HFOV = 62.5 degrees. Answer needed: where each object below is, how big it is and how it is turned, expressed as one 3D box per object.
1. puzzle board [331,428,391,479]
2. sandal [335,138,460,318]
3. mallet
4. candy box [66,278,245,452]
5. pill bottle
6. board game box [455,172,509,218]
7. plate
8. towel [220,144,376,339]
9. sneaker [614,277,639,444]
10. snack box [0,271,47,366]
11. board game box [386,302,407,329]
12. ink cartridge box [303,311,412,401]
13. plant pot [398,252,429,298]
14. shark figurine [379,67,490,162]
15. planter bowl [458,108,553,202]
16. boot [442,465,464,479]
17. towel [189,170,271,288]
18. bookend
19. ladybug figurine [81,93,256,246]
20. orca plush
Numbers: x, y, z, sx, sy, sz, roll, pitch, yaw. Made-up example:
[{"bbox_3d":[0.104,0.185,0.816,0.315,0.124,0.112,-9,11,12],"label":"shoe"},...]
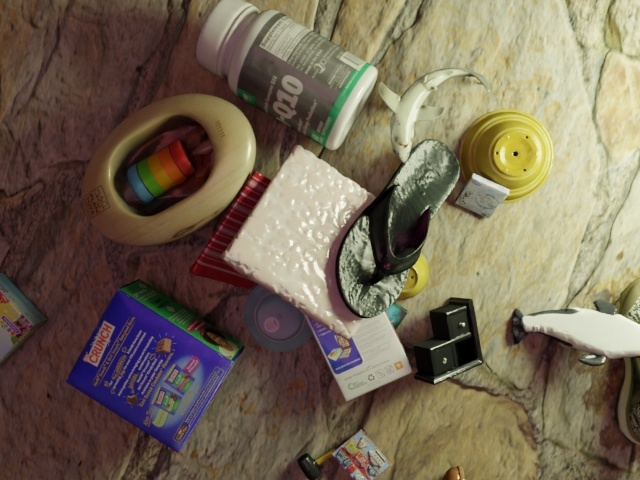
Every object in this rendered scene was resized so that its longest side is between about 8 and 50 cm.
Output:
[{"bbox_3d":[0.103,0.545,1.310,0.096,0.011,0.128,-39,100,0],"label":"puzzle board"},{"bbox_3d":[0.172,-0.043,1.138,0.167,0.107,0.446,32,75,-7],"label":"sandal"},{"bbox_3d":[0.038,0.538,1.322,0.189,0.039,0.062,-26,93,3],"label":"mallet"},{"bbox_3d":[-0.389,0.292,1.254,0.317,0.122,0.268,32,98,1],"label":"candy box"},{"bbox_3d":[-0.074,-0.372,1.162,0.360,0.204,0.204,30,97,2],"label":"pill bottle"},{"bbox_3d":[0.370,-0.101,1.211,0.090,0.020,0.090,25,142,2],"label":"board game box"},{"bbox_3d":[-0.100,0.187,1.305,0.188,0.024,0.188,0,95,4],"label":"plate"},{"bbox_3d":[0.000,0.000,1.157,0.331,0.053,0.317,34,70,-11],"label":"towel"},{"bbox_3d":[0.760,0.284,1.157,0.157,0.182,0.411,-5,94,6],"label":"sneaker"},{"bbox_3d":[-0.842,0.216,1.352,0.207,0.070,0.174,-44,91,9],"label":"snack box"},{"bbox_3d":[0.109,0.214,1.287,0.126,0.026,0.186,33,97,1],"label":"board game box"},{"bbox_3d":[0.059,0.174,1.243,0.175,0.069,0.371,-26,91,8],"label":"ink cartridge box"},{"bbox_3d":[0.192,0.080,1.233,0.134,0.095,0.134,0,95,4],"label":"plant pot"},{"bbox_3d":[0.235,-0.323,1.186,0.278,0.116,0.166,-40,94,-1],"label":"shark figurine"},{"bbox_3d":[0.430,-0.193,1.190,0.217,0.090,0.217,1,96,5],"label":"planter bowl"},{"bbox_3d":[0.221,0.654,1.290,0.220,0.109,0.284,18,104,7],"label":"boot"},{"bbox_3d":[-0.164,-0.014,1.223,0.031,0.198,0.275,40,99,36],"label":"towel"},{"bbox_3d":[0.284,0.226,1.213,0.156,0.072,0.157,-12,94,-29],"label":"bookend"},{"bbox_3d":[-0.342,-0.152,1.217,0.449,0.162,0.305,-24,84,10],"label":"ladybug figurine"},{"bbox_3d":[0.595,0.226,1.205,0.287,0.102,0.151,-10,56,28],"label":"orca plush"}]
